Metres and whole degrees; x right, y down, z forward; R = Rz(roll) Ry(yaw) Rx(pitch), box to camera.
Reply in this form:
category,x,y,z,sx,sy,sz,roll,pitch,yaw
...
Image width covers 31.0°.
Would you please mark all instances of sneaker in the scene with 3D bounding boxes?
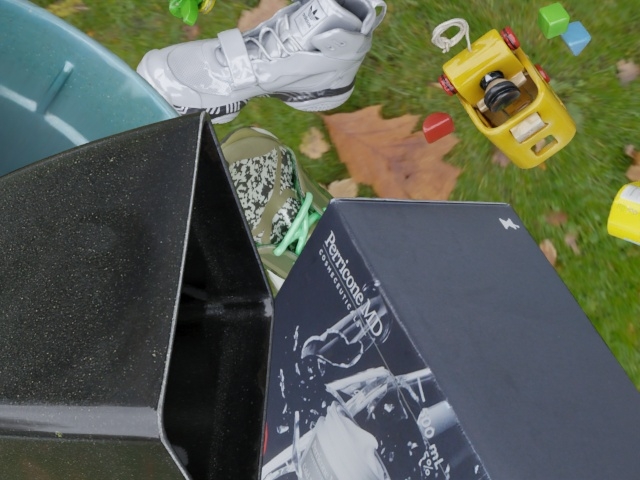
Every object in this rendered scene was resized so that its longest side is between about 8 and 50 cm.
category,x,y,z,sx,sy,sz,roll,pitch,yaw
sneaker,0.000,0.000,1.345,0.182,0.410,0.158,25,83,33
sneaker,-0.077,-0.285,1.672,0.210,0.365,0.137,-52,53,49

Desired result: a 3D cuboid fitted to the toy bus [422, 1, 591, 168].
category,x,y,z,sx,sy,sz,roll,pitch,yaw
toy bus,0.216,-0.159,1.311,0.202,0.191,0.104,-13,57,-22

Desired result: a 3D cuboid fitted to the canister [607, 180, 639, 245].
category,x,y,z,sx,sy,sz,roll,pitch,yaw
canister,0.438,-0.013,1.351,0.170,0.126,0.073,23,110,32

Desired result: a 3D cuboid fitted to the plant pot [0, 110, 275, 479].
category,x,y,z,sx,sy,sz,roll,pitch,yaw
plant pot,-0.128,0.066,0.623,0.166,0.187,0.188,-5,53,9

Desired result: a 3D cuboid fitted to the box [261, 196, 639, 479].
category,x,y,z,sx,sy,sz,roll,pitch,yaw
box,0.079,0.194,0.850,0.312,0.178,0.343,-59,45,35

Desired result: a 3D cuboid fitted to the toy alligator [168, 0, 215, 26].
category,x,y,z,sx,sy,sz,roll,pitch,yaw
toy alligator,-0.162,-0.339,1.433,0.051,0.056,0.190,-22,54,43

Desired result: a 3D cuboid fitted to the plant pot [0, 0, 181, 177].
category,x,y,z,sx,sy,sz,roll,pitch,yaw
plant pot,-0.313,0.009,0.980,0.341,0.341,0.334,41,115,3
